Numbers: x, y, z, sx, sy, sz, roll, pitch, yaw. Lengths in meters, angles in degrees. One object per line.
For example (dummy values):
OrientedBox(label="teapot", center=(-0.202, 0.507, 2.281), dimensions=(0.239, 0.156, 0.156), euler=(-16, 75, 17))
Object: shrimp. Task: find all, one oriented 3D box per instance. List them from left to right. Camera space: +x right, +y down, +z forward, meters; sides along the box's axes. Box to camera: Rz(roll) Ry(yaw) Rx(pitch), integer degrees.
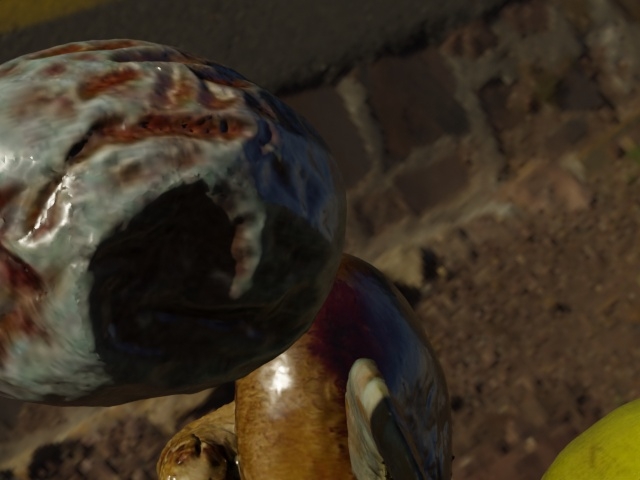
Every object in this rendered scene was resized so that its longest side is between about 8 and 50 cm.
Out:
OrientedBox(label="shrimp", center=(0.051, 0.152, 0.762), dimensions=(0.035, 0.195, 0.148), euler=(-22, 29, -8))

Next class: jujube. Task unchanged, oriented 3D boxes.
OrientedBox(label="jujube", center=(-0.138, -0.012, 1.117), dimensions=(0.215, 0.246, 0.308), euler=(36, 13, 39))

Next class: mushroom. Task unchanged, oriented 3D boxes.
OrientedBox(label="mushroom", center=(0.021, 0.184, 1.644), dimensions=(0.239, 0.345, 0.345), euler=(20, 32, 27))

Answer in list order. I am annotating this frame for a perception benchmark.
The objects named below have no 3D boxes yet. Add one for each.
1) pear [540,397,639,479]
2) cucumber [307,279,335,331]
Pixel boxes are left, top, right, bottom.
OrientedBox(label="pear", center=(0.261, 0.222, 1.180), dimensions=(0.253, 0.253, 0.307), euler=(44, 2, -3))
OrientedBox(label="cucumber", center=(0.000, 0.000, 1.337), dimensions=(0.037, 0.037, 0.155), euler=(14, 75, -32))
